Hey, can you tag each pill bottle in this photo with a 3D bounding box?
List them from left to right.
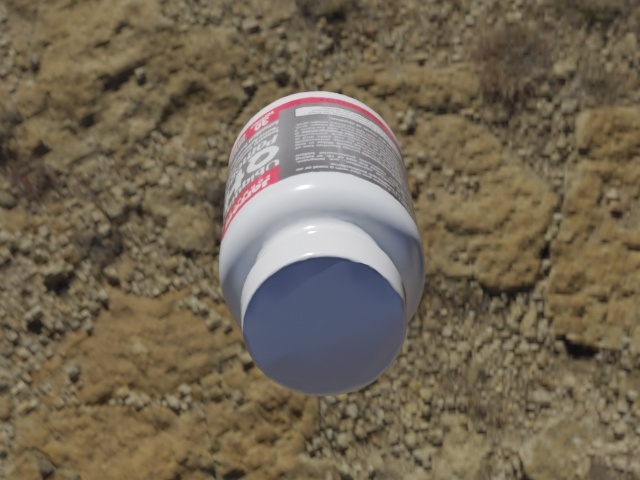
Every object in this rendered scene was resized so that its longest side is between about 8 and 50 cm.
[{"bbox_3d":[0.000,0.000,1.199,0.176,0.176,0.318,-10,25,3],"label":"pill bottle"}]
